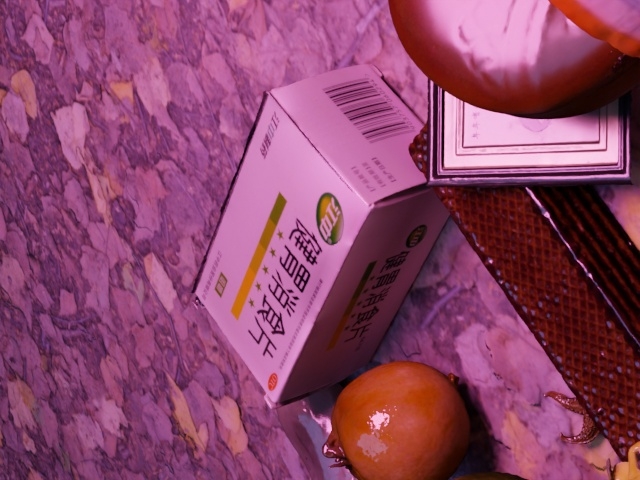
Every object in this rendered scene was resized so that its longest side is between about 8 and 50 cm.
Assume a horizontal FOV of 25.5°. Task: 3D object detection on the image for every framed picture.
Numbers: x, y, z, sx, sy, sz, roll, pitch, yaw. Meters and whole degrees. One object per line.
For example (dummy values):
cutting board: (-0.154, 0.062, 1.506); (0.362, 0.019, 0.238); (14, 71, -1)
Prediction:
framed picture: (0.176, -0.143, 1.219); (0.199, 0.010, 0.195); (1, 89, 34)

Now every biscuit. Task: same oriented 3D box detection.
biscuit: (0.222, 0.027, 1.265); (0.388, 0.073, 0.107); (57, 143, 18)

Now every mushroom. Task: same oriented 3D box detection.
mushroom: (0.032, 0.274, 1.608); (0.109, 0.097, 0.351); (-42, 68, 49)

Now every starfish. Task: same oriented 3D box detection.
starfish: (0.247, 0.156, 1.327); (0.091, 0.028, 0.078); (12, 109, 52)

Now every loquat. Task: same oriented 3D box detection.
loquat: (0.081, 0.195, 1.457); (0.163, 0.163, 0.137); (12, 141, 49)

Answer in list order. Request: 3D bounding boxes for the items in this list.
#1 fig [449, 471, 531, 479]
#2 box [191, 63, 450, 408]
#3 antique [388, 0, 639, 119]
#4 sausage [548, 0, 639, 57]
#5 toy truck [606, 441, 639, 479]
fig: (0.169, 0.326, 1.430); (0.235, 0.203, 0.203); (22, -134, -85)
box: (-0.001, 0.001, 1.479); (0.173, 0.145, 0.333); (52, 139, 27)
antique: (0.165, -0.218, 1.143); (0.278, 0.129, 0.224); (40, 111, 28)
sausage: (0.277, -0.281, 0.918); (0.233, 0.233, 0.287); (59, 141, 15)
toy truck: (0.307, 0.285, 1.183); (0.124, 0.157, 0.272); (-2, 123, 12)
